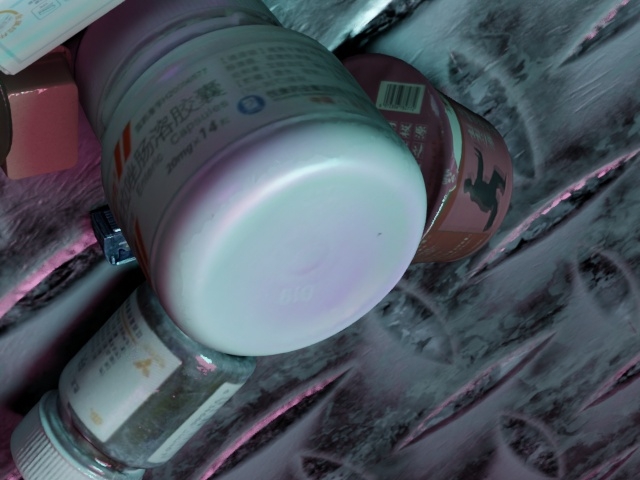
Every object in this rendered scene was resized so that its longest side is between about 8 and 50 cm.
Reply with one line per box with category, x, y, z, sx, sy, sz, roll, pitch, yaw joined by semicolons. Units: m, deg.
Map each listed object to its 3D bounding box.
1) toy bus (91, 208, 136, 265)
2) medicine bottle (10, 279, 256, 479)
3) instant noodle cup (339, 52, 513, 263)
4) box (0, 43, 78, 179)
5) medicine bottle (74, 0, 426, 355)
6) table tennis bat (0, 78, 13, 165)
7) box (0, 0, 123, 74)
toy bus;-0.165;-0.021;1.419;0.166;0.047;0.065;-17;142;-20
medicine bottle;-0.217;0.179;1.496;0.273;0.165;0.165;-45;139;15
instant noodle cup;0.089;-0.070;1.417;0.178;0.235;0.235;10;124;-52
box;-0.273;-0.119;1.234;0.089;0.062;0.122;-13;137;-24
medicine bottle;-0.078;-0.083;1.198;0.256;0.325;0.256;-19;140;-17
table tennis bat;-0.348;-0.088;1.205;0.131;0.022;0.234;8;130;1
box;-0.199;-0.255;1.097;0.269;0.079;0.135;-35;168;1
